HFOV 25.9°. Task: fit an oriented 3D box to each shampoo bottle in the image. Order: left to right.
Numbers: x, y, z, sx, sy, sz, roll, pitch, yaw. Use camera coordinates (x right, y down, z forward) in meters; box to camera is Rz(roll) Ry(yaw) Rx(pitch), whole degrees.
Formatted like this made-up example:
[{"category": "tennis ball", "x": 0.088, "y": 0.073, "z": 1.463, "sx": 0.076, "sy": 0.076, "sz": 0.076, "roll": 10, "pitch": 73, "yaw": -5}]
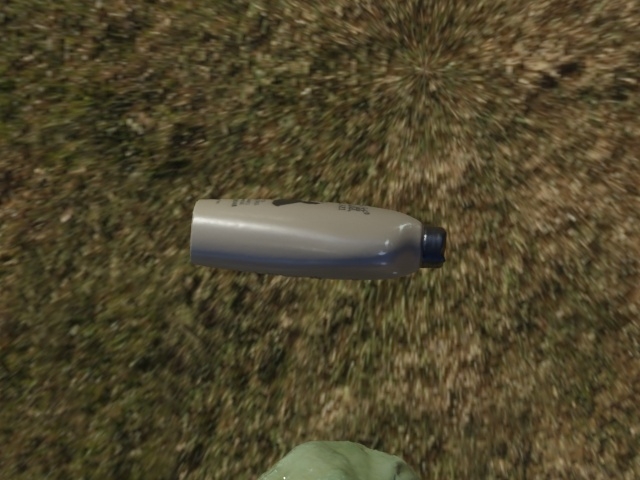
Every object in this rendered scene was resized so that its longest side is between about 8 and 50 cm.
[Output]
[{"category": "shampoo bottle", "x": 0.000, "y": 0.000, "z": 1.405, "sx": 0.256, "sy": 0.127, "sz": 0.078, "roll": 5, "pitch": 98, "yaw": 1}]

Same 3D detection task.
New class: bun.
[{"category": "bun", "x": 0.021, "y": 0.248, "z": 1.096, "sx": 0.195, "sy": 0.195, "sz": 0.118, "roll": 45, "pitch": 142, "yaw": -2}]
